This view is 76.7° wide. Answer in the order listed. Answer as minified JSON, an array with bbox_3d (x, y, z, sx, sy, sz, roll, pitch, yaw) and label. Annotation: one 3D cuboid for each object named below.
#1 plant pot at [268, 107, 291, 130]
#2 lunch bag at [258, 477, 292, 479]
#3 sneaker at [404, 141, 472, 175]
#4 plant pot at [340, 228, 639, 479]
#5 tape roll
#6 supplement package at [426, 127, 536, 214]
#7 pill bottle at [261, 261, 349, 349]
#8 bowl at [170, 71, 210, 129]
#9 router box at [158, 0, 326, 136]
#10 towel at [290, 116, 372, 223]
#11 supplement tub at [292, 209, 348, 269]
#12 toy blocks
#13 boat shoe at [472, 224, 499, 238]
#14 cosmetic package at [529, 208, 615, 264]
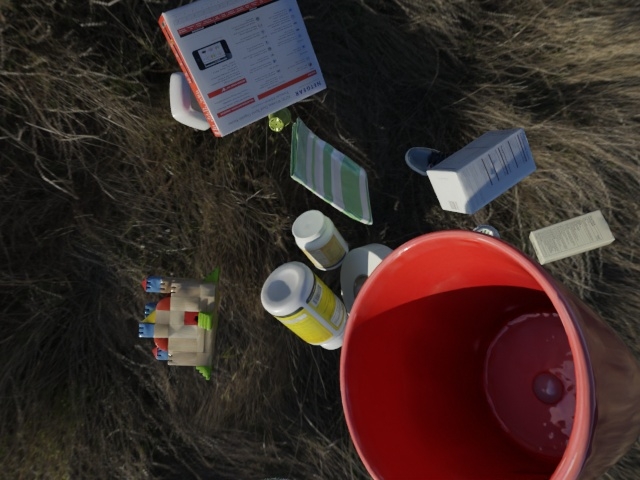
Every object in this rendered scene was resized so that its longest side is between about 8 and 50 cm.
[{"bbox_3d":[-0.152,-0.430,1.444,0.083,0.079,0.083,4,129,5],"label":"plant pot"},{"bbox_3d":[-0.203,0.562,0.821,0.224,0.279,0.108,25,45,-47],"label":"lunch bag"},{"bbox_3d":[0.460,-0.281,1.424,0.295,0.178,0.124,15,77,-6],"label":"sneaker"},{"bbox_3d":[0.197,0.148,0.444,0.243,0.275,0.275,19,91,-32],"label":"plant pot"},{"bbox_3d":[0.198,0.202,1.361,0.072,0.392,0.392,-17,98,-27],"label":"tape roll"},{"bbox_3d":[0.456,-0.199,1.148,0.244,0.139,0.134,-33,109,-10],"label":"supplement package"},{"bbox_3d":[-0.032,0.232,1.359,0.188,0.188,0.334,-44,130,-4],"label":"pill bottle"},{"bbox_3d":[-0.353,-0.397,1.144,0.053,0.142,0.142,-6,84,30],"label":"bowl"},{"bbox_3d":[-0.188,-0.478,1.052,0.335,0.082,0.301,-30,116,-17],"label":"router box"},{"bbox_3d":[0.040,-0.203,1.229,0.038,0.248,0.325,-30,135,34],"label":"towel"},{"bbox_3d":[0.000,0.000,1.434,0.144,0.144,0.200,-42,135,-5],"label":"supplement tub"},{"bbox_3d":[-0.501,0.279,1.414,0.261,0.191,0.381,4,95,-7],"label":"toy blocks"},{"bbox_3d":[0.260,0.072,0.760,0.083,0.076,0.226,23,97,26],"label":"boat shoe"},{"bbox_3d":[0.441,-0.004,0.716,0.115,0.041,0.060,-19,70,17],"label":"cosmetic package"}]
